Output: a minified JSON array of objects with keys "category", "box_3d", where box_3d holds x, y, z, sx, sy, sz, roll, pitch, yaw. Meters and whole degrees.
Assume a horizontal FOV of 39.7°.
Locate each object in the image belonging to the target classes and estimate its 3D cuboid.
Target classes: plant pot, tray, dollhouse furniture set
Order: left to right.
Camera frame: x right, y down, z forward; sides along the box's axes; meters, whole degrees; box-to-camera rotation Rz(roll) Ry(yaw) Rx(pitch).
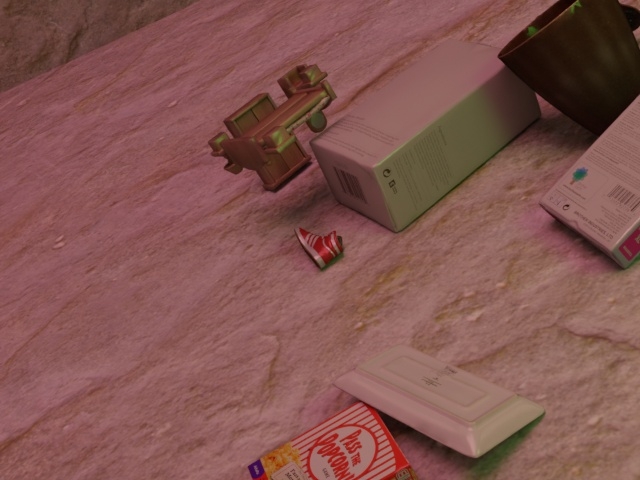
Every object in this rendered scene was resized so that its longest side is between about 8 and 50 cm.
[{"category":"dollhouse furniture set","box_3d":[-0.024,-0.207,1.720,0.303,0.174,0.355,-41,22,-20]},{"category":"tray","box_3d":[0.153,0.201,1.203,0.145,0.030,0.270,-21,26,-35]},{"category":"plant pot","box_3d":[0.460,-0.295,1.515,0.215,0.230,0.215,-40,7,6]}]

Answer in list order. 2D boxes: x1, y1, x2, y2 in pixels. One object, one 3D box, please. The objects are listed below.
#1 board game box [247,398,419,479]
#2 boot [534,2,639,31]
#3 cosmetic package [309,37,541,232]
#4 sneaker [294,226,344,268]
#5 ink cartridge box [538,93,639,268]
[{"category":"board game box","box_3d":[0.014,0.311,1.176,0.193,0.045,0.147,-29,34,-6]},{"category":"boot","box_3d":[0.553,-0.453,1.806,0.219,0.082,0.106,6,24,34]},{"category":"cosmetic package","box_3d":[0.200,-0.211,1.668,0.385,0.156,0.217,-36,35,-16]},{"category":"sneaker","box_3d":[0.000,0.000,1.611,0.067,0.042,0.118,-34,42,-5]},{"category":"ink cartridge box","box_3d":[0.499,-0.122,1.338,0.311,0.065,0.186,-49,34,7]}]
